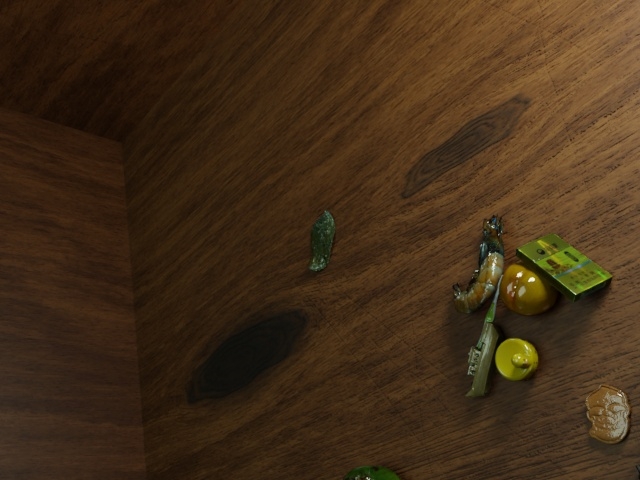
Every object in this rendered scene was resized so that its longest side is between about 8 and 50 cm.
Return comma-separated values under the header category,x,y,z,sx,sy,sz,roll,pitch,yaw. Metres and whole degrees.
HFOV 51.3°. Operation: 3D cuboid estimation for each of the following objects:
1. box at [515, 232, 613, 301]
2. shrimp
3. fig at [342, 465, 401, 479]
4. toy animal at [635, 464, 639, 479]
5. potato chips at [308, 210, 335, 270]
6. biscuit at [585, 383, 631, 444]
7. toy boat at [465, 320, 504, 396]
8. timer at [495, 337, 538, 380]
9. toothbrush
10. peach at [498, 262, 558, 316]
category,x,y,z,sx,sy,sz,roll,pitch,yaw
box,0.578,0.060,1.591,0.193,0.121,0.030,48,150,42
shrimp,0.421,0.070,1.776,0.222,0.054,0.291,125,166,-59
fig,0.144,0.758,1.845,0.203,0.203,0.236,31,127,47
toy animal,0.697,0.529,1.383,0.105,0.070,0.203,3,84,61
potato chips,0.000,0.000,2.315,0.142,0.026,0.209,33,104,49
biscuit,0.645,0.390,1.497,0.102,0.019,0.131,-10,72,45
toy boat,0.418,0.312,1.730,0.072,0.064,0.206,18,96,37
timer,0.479,0.293,1.639,0.107,0.109,0.107,-16,68,45
toothbrush,0.443,0.215,1.763,0.022,0.026,0.263,22,96,32
peach,0.508,0.123,1.641,0.138,0.138,0.138,-16,68,45
